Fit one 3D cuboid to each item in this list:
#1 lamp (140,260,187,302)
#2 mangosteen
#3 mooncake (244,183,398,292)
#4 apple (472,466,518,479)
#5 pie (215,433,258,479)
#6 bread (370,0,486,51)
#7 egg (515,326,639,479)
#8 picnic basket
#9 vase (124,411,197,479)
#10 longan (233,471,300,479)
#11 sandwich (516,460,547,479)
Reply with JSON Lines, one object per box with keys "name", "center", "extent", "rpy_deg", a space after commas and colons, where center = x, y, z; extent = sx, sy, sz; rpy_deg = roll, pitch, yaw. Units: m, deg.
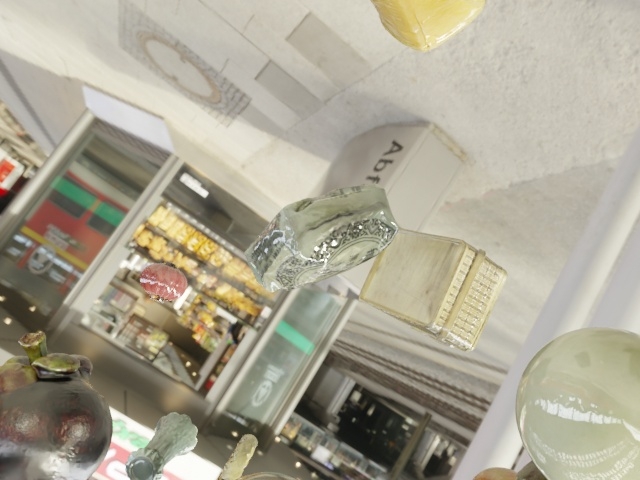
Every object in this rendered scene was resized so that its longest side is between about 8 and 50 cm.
{"name": "lamp", "center": [-0.356, 0.094, 1.272], "extent": [0.107, 0.093, 0.107], "rpy_deg": [18, 165, 5]}
{"name": "mangosteen", "center": [-0.583, 0.387, 1.181], "extent": [0.296, 0.314, 0.297], "rpy_deg": [3, 130, 4]}
{"name": "mooncake", "center": [0.003, 0.004, 1.084], "extent": [0.136, 0.250, 0.254], "rpy_deg": [66, 153, 14]}
{"name": "apple", "center": [0.491, 0.713, 1.514], "extent": [0.173, 0.188, 0.188], "rpy_deg": [33, 169, -25]}
{"name": "pie", "center": [-0.249, 0.632, 1.457], "extent": [0.055, 0.274, 0.274], "rpy_deg": [32, 168, 3]}
{"name": "bread", "center": [0.132, -0.368, 0.765], "extent": [0.119, 0.152, 0.288], "rpy_deg": [60, -163, 14]}
{"name": "egg", "center": [0.355, 0.217, 0.684], "extent": [0.269, 0.219, 0.219], "rpy_deg": [24, 177, -41]}
{"name": "picnic basket", "center": [0.276, 0.116, 1.370], "extent": [0.175, 0.228, 0.312], "rpy_deg": [29, 173, -29]}
{"name": "vase", "center": [-0.265, 0.349, 0.926], "extent": [0.081, 0.081, 0.148], "rpy_deg": [32, -174, 4]}
{"name": "longan", "center": [-0.083, 0.433, 0.760], "extent": [0.246, 0.245, 0.215], "rpy_deg": [56, -167, -62]}
{"name": "sandwich", "center": [0.482, 0.564, 1.025], "extent": [0.301, 0.162, 0.250], "rpy_deg": [55, 167, -23]}
